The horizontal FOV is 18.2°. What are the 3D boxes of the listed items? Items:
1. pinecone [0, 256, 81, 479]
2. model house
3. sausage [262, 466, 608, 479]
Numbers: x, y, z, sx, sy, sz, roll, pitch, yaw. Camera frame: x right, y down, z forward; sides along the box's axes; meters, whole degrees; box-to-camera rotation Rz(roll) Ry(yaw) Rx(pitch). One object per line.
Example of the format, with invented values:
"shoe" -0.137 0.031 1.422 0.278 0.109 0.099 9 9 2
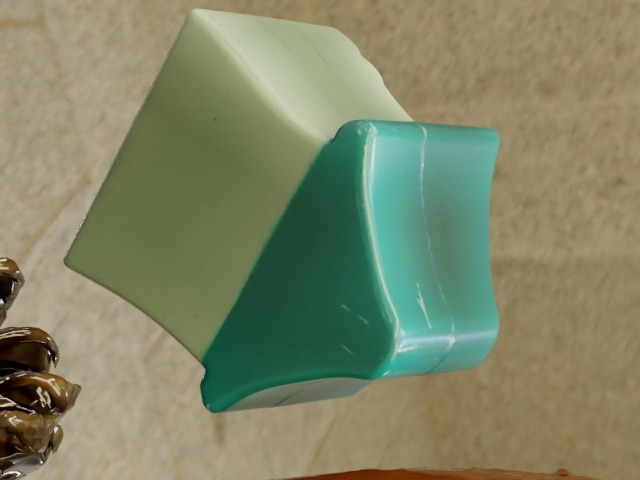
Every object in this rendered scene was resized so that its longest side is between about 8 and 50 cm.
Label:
"pinecone" -0.219 0.065 0.769 0.243 0.243 0.257 -43 -124 35
"model house" 0.000 0.000 0.759 0.149 0.100 0.127 40 -68 29
"sausage" 0.030 0.162 0.745 0.268 0.153 0.141 -4 -51 12
